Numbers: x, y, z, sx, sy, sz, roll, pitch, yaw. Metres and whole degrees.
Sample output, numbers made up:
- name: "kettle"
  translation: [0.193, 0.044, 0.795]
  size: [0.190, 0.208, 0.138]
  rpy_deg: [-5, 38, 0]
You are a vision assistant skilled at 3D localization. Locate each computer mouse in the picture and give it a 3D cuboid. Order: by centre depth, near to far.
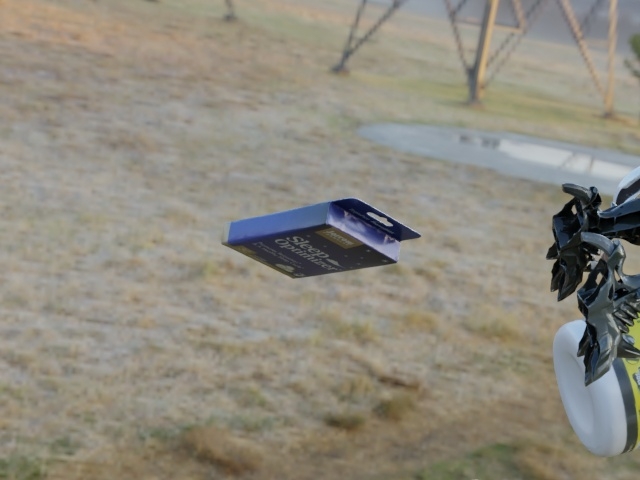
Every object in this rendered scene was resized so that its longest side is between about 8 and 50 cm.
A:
- name: "computer mouse"
  translation: [0.556, -0.118, 2.057]
  size: [0.042, 0.193, 0.106]
  rpy_deg: [47, 31, 14]

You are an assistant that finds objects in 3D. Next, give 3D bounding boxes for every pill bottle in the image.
- name: "pill bottle"
  translation: [0.502, 0.163, 1.634]
  size: [0.333, 0.188, 0.188]
  rpy_deg: [-14, 16, -7]

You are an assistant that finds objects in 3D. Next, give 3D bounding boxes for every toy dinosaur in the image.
- name: "toy dinosaur"
  translation: [0.304, 0.017, 0.969]
  size: [0.218, 0.322, 0.164]
  rpy_deg: [-5, 10, 1]

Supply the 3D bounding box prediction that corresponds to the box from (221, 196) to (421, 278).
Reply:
- name: "box"
  translation: [0.000, 0.000, 1.513]
  size: [0.225, 0.037, 0.136]
  rpy_deg: [-12, -29, 42]
